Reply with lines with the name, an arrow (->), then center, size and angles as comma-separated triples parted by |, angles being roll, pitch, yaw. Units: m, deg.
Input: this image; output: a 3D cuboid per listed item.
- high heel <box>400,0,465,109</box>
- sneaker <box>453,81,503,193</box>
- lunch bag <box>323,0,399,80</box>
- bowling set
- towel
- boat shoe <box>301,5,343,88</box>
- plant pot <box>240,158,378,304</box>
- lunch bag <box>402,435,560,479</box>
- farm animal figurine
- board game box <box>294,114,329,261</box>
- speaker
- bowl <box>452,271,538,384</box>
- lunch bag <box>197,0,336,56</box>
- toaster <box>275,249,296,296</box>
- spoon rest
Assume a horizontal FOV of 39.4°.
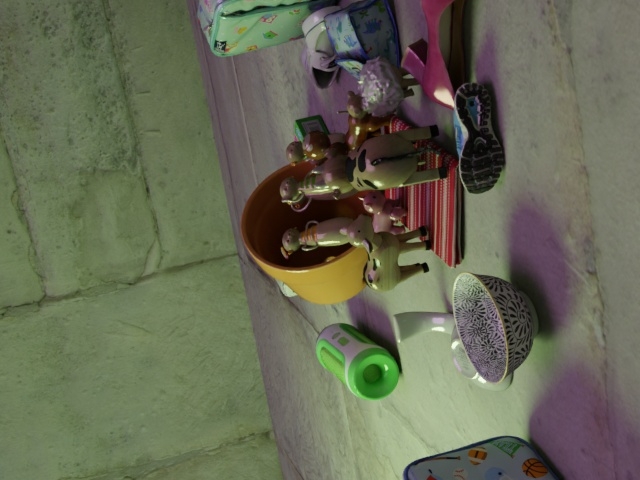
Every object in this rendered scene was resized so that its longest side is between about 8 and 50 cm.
high heel -> 0.191, -0.292, 1.256 | 0.117, 0.082, 0.244 | 44, 143, 16
sneaker -> 0.225, -0.148, 1.289 | 0.073, 0.063, 0.162 | -87, -9, -77
lunch bag -> 0.080, -0.341, 1.575 | 0.151, 0.096, 0.129 | 66, 167, -18
bowling set -> -0.020, -0.140, 1.726 | 0.200, 0.154, 0.287 | 58, -149, -42
towel -> 0.176, -0.095, 1.552 | 0.275, 0.031, 0.199 | -130, 32, -57
boat shoe -> 0.016, -0.384, 1.800 | 0.258, 0.095, 0.084 | 94, 156, -78
plant pot -> 0.000, 0.000, 1.870 | 0.204, 0.290, 0.291 | 68, 177, -50
lunch bag -> 0.254, 0.428, 1.312 | 0.303, 0.243, 0.115 | -126, 26, -54
farm animal figurine -> 0.085, -0.094, 1.495 | 0.327, 0.172, 0.331 | 125, 130, -67
board game box -> 0.001, -0.102, 2.141 | 0.317, 0.064, 0.242 | 94, 157, -51
speaker -> 0.080, 0.277, 2.078 | 0.296, 0.131, 0.131 | -156, 53, -72
bowl -> 0.265, 0.119, 1.306 | 0.170, 0.080, 0.170 | 167, 90, -75
lunch bag -> -0.106, -0.472, 1.770 | 0.224, 0.279, 0.108 | 131, 120, -70
toaster -> -0.069, 0.046, 2.434 | 0.227, 0.129, 0.146 | 97, 151, -50
spoon rest -> 0.235, 0.169, 1.518 | 0.276, 0.084, 0.137 | 18, 123, 58
